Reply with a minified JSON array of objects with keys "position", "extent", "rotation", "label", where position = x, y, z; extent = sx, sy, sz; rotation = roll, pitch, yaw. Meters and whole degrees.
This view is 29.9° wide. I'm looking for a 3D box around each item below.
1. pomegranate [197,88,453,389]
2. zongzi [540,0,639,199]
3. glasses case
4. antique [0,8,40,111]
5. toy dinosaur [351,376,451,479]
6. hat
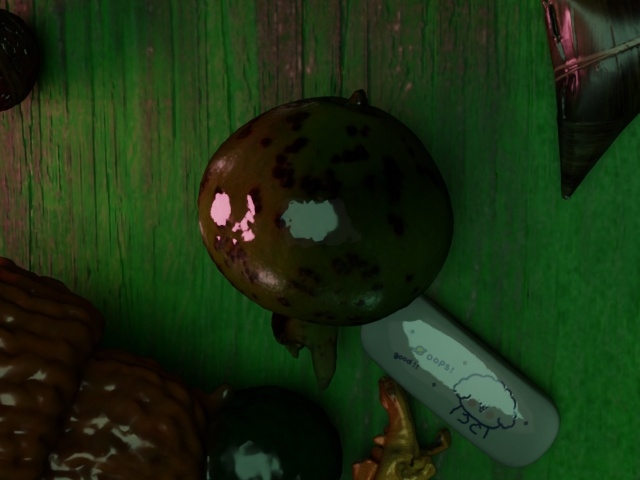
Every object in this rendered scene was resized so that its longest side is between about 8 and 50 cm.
[{"position":[0.000,0.000,0.989],"extent":[0.211,0.211,0.263],"rotation":[16,112,9],"label":"pomegranate"},{"position":[0.280,-0.131,0.972],"extent":[0.187,0.084,0.184],"rotation":[-4,98,14],"label":"zongzi"},{"position":[0.122,0.119,1.051],"extent":[0.197,0.049,0.076],"rotation":[40,102,5],"label":"glasses case"},{"position":[-0.301,-0.164,1.079],"extent":[0.104,0.104,0.104],"rotation":[1,97,11],"label":"antique"},{"position":[0.072,0.265,1.073],"extent":[0.117,0.070,0.288],"rotation":[-11,91,23],"label":"toy dinosaur"},{"position":[-0.197,0.193,1.057],"extent":[0.400,0.285,0.285],"rotation":[20,101,-16],"label":"hat"}]
